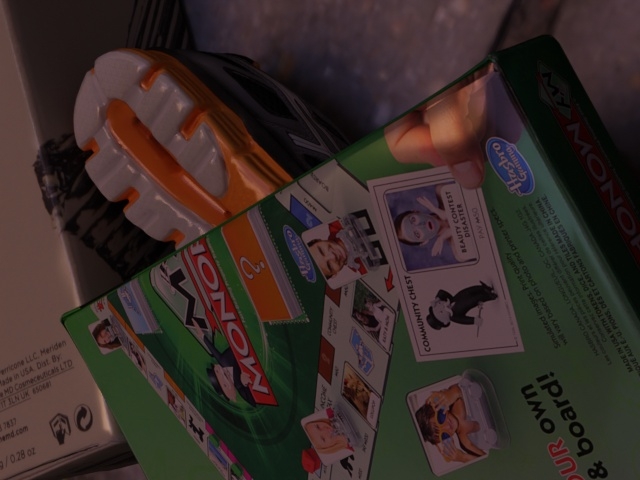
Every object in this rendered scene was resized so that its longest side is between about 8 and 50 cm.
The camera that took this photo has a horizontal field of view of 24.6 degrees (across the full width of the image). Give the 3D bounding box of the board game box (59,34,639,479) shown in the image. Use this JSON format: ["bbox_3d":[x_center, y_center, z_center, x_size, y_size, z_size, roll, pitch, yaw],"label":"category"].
[{"bbox_3d":[0.062,0.121,0.492,0.213,0.046,0.317,-29,89,38],"label":"board game box"}]

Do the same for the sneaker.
[{"bbox_3d":[0.000,0.000,0.572,0.215,0.083,0.084,50,125,10],"label":"sneaker"}]

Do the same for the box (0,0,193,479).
[{"bbox_3d":[-0.112,-0.039,0.641,0.094,0.113,0.275,-24,78,37],"label":"box"}]
